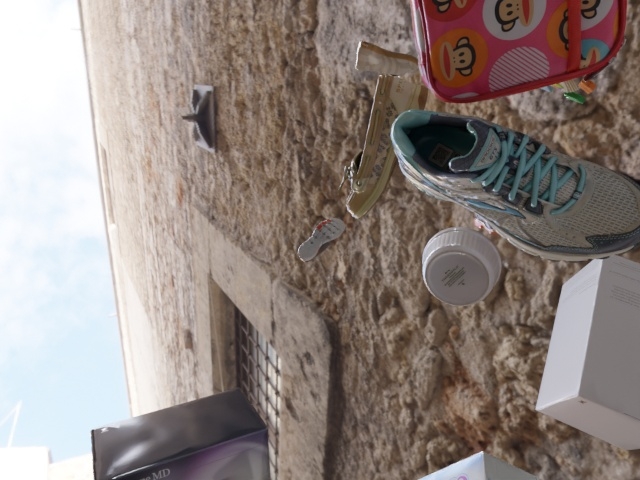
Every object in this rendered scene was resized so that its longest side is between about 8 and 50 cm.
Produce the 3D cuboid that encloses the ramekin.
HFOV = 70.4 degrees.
[{"bbox_3d":[0.475,0.102,1.555,0.127,0.272,0.273,-47,-44,-56],"label":"ramekin"}]

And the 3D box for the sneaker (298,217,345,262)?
[{"bbox_3d":[0.000,0.000,1.229,0.157,0.061,0.065,-38,-15,-15],"label":"sneaker"}]

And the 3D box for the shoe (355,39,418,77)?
[{"bbox_3d":[0.150,-0.407,1.039,0.218,0.076,0.059,-11,-57,-48],"label":"shoe"}]

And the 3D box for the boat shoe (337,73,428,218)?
[{"bbox_3d":[0.096,-0.162,0.822,0.089,0.105,0.285,21,-50,-4],"label":"boat shoe"}]

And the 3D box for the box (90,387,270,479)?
[{"bbox_3d":[-0.256,0.484,0.858,0.296,0.182,0.295,-8,-78,-27],"label":"box"}]

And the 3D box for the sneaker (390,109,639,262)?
[{"bbox_3d":[0.191,-0.064,0.478,0.122,0.282,0.110,24,-88,-58],"label":"sneaker"}]

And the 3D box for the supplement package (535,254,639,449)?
[{"bbox_3d":[0.552,0.206,0.853,0.175,0.177,0.293,92,-156,-62],"label":"supplement package"}]

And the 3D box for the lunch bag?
[{"bbox_3d":[0.227,-0.320,0.511,0.257,0.120,0.294,-10,-68,13],"label":"lunch bag"}]

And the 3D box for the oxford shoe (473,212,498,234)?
[{"bbox_3d":[0.598,-0.084,1.545,0.096,0.271,0.099,-15,-75,-10],"label":"oxford shoe"}]

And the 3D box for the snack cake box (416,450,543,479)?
[{"bbox_3d":[0.224,0.439,0.711,0.152,0.089,0.264,29,-51,-10],"label":"snack cake box"}]

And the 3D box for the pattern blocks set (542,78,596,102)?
[{"bbox_3d":[0.651,-0.486,1.305,0.324,0.285,0.026,20,-70,-38],"label":"pattern blocks set"}]
